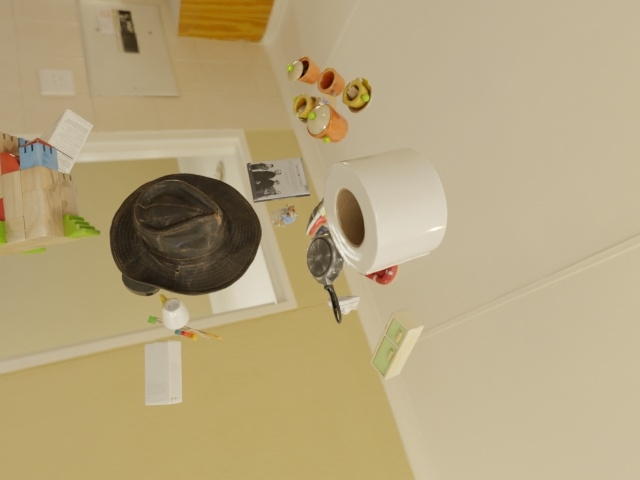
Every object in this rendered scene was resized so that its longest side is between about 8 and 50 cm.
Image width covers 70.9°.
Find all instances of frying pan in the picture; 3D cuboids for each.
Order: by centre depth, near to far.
[{"bbox_3d":[0.006,0.125,1.624,0.197,0.053,0.326,0,-96,50],"label":"frying pan"}]

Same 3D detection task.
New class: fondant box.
[{"bbox_3d":[-0.880,-0.232,1.437,0.238,0.096,0.330,-24,-134,33],"label":"fondant box"}]

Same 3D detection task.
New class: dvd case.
[{"bbox_3d":[-0.175,-0.254,1.871,0.029,0.238,0.179,115,-36,-65],"label":"dvd case"}]

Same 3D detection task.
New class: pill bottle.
[{"bbox_3d":[0.000,0.000,1.754,0.067,0.120,0.067,34,-15,10],"label":"pill bottle"}]

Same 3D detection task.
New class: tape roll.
[{"bbox_3d":[0.133,-0.068,0.981,0.246,0.169,0.246,51,-30,46],"label":"tape roll"}]

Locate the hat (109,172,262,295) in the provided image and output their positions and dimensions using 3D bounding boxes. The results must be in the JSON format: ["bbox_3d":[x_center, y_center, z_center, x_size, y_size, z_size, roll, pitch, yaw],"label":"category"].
[{"bbox_3d":[-0.291,-0.048,0.962,0.134,0.331,0.331,106,-34,-60],"label":"hat"}]

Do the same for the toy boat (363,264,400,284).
[{"bbox_3d":[0.219,0.095,1.895,0.231,0.151,0.151,27,-76,40],"label":"toy boat"}]

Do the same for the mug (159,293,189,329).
[{"bbox_3d":[-0.348,0.163,1.045,0.064,0.078,0.062,102,3,-54],"label":"mug"}]

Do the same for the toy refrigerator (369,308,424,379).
[{"bbox_3d":[0.287,0.403,1.736,0.102,0.094,0.270,46,-50,39],"label":"toy refrigerator"}]

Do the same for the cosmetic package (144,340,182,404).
[{"bbox_3d":[-0.602,0.506,1.725,0.085,0.117,0.231,32,51,-66],"label":"cosmetic package"}]

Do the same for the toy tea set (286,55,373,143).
[{"bbox_3d":[-0.015,-0.413,1.273,0.336,0.124,0.200,43,-70,40],"label":"toy tea set"}]

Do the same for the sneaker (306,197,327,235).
[{"bbox_3d":[0.032,-0.109,1.981,0.279,0.118,0.107,-50,-163,32],"label":"sneaker"}]

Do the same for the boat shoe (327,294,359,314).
[{"bbox_3d":[0.117,0.313,2.158,0.095,0.258,0.084,5,-89,35],"label":"boat shoe"}]

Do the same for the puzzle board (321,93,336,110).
[{"bbox_3d":[0.034,-0.585,1.848,0.011,0.128,0.096,0,-94,28],"label":"puzzle board"}]

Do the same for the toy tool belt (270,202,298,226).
[{"bbox_3d":[-0.086,-0.060,1.168,0.051,0.083,0.052,35,-48,29],"label":"toy tool belt"}]

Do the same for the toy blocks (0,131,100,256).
[{"bbox_3d":[-0.680,-0.108,0.969,0.191,0.381,0.261,16,64,-75],"label":"toy blocks"}]

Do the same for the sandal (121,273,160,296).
[{"bbox_3d":[-0.501,-0.031,1.478,0.107,0.167,0.446,117,-13,-58],"label":"sandal"}]

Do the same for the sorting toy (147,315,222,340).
[{"bbox_3d":[-0.595,0.395,1.955,0.196,0.347,0.047,52,52,-64],"label":"sorting toy"}]
